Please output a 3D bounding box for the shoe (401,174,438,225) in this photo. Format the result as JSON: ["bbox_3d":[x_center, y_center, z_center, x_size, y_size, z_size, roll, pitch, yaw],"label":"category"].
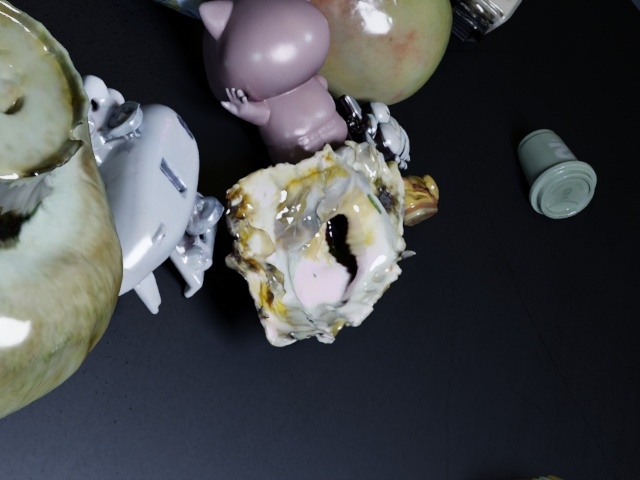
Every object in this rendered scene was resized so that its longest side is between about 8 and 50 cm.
[{"bbox_3d":[0.129,-0.059,1.375,0.109,0.072,0.069,-26,87,-56],"label":"shoe"}]

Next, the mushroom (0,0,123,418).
[{"bbox_3d":[-0.281,-0.034,0.683,0.352,0.260,0.352,35,39,-34],"label":"mushroom"}]

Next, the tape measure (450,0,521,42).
[{"bbox_3d":[0.300,-0.472,1.842,0.133,0.231,0.271,35,74,-9],"label":"tape measure"}]

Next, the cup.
[{"bbox_3d":[0.405,-0.120,1.741,0.120,0.120,0.141,27,30,-34],"label":"cup"}]

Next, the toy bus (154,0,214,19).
[{"bbox_3d":[-0.109,-0.420,1.217,0.109,0.330,0.136,27,-9,33],"label":"toy bus"}]

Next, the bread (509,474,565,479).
[{"bbox_3d":[0.286,0.330,1.156,0.233,0.088,0.160,21,8,-44],"label":"bread"}]

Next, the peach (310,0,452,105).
[{"bbox_3d":[0.048,-0.331,1.367,0.292,0.247,0.293,12,73,-44],"label":"peach"}]

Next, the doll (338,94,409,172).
[{"bbox_3d":[0.081,-0.140,1.358,0.219,0.067,0.091,11,58,-70],"label":"doll"}]

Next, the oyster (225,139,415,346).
[{"bbox_3d":[-0.001,0.003,1.119,0.354,0.107,0.201,-28,94,-50],"label":"oyster"}]

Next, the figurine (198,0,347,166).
[{"bbox_3d":[-0.054,-0.177,1.219,0.176,0.186,0.288,-36,115,-19],"label":"figurine"}]

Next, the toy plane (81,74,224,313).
[{"bbox_3d":[-0.180,-0.038,0.948,0.245,0.117,0.245,49,29,-40],"label":"toy plane"}]
